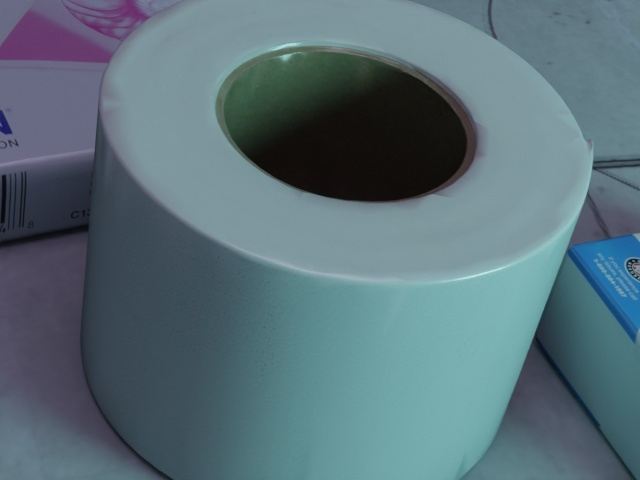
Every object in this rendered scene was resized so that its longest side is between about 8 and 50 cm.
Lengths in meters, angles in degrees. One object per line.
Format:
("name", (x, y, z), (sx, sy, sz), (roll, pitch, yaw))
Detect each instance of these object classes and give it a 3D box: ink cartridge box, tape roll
("ink cartridge box", (-0.197, -0.135, 0.924), (0.324, 0.071, 0.330), (-13, 48, -27))
("ink cartridge box", (0.242, 0.059, 0.801), (0.190, 0.082, 0.140), (-11, 45, -23))
("tape roll", (0.000, 0.000, 0.738), (0.246, 0.169, 0.246), (8, 40, -7))
